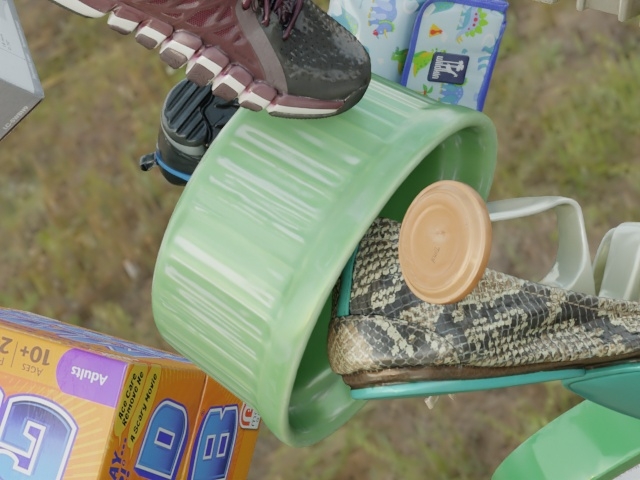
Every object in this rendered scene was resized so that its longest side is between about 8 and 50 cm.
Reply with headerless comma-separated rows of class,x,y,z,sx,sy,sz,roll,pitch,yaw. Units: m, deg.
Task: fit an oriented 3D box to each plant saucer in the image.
plant saucer,0.080,0.001,1.201,0.013,0.083,0.083,8,3,-39

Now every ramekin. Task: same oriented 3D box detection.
ramekin,0.000,0.000,1.446,0.148,0.303,0.303,31,54,18

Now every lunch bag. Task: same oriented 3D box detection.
lunch bag,0.077,-0.164,1.564,0.151,0.129,0.096,15,21,5

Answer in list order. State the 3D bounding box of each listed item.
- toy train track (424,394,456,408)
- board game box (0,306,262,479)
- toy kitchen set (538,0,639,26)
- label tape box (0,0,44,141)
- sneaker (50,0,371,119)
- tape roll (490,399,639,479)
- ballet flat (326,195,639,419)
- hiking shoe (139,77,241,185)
toy train track,0.121,0.155,1.890,0.014,0.048,0.083,-24,12,25
board game box,-0.322,0.275,2.029,0.356,0.356,0.357,13,88,24
toy kitchen set,0.364,-0.367,2.192,0.207,0.166,0.122,19,32,27
label tape box,-0.436,-0.241,1.689,0.106,0.333,0.241,-39,53,23
sneaker,-0.061,-0.195,1.253,0.162,0.281,0.106,-50,27,41
tape roll,0.339,0.220,1.920,0.321,0.321,0.077,-26,69,-1
ballet flat,0.211,0.056,1.466,0.482,0.182,0.164,10,-14,-36
hiking shoe,-0.021,-0.083,1.821,0.132,0.304,0.113,124,160,-60
